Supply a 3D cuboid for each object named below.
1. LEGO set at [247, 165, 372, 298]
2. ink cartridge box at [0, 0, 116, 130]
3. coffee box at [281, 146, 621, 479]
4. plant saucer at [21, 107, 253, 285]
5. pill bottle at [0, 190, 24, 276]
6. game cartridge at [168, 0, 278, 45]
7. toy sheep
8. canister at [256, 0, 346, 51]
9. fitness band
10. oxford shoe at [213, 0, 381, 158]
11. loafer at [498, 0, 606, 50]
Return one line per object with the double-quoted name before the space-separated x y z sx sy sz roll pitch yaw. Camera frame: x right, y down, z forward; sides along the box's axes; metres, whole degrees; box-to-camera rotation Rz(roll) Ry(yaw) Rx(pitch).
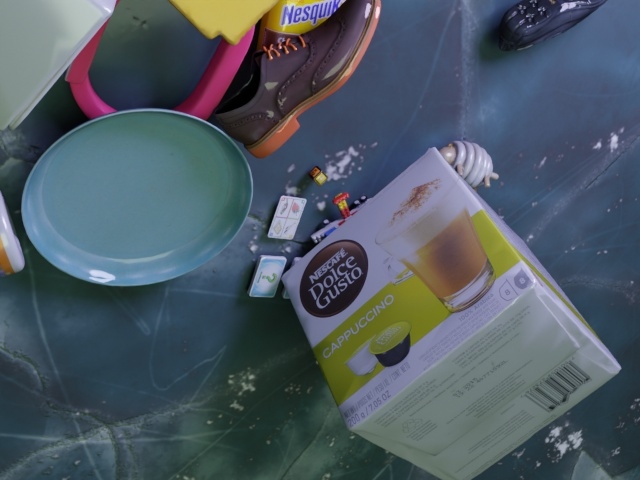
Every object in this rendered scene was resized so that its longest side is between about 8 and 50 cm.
"LEGO set" 0.000 0.000 1.325 0.183 0.060 0.244 6 114 -34
"ink cartridge box" -0.380 -0.318 0.743 0.160 0.279 0.385 -42 116 13
"coffee box" 0.201 0.128 1.281 0.338 0.334 0.338 -41 134 14
"plant saucer" -0.255 -0.061 1.128 0.318 0.043 0.317 -13 136 -13
"pill bottle" -0.507 0.013 1.029 0.216 0.121 0.121 -17 124 -17
"game cartridge" -0.099 -0.424 0.893 0.324 0.052 0.285 -45 118 4
"toy sheep" 0.250 -0.125 1.360 0.132 0.091 0.091 21 106 -29
"canister" -0.024 -0.307 1.122 0.126 0.073 0.169 -2 120 -26
"fitness band" -0.208 -0.250 1.032 0.209 0.054 0.290 14 127 -33
"oxford shoe" -0.030 -0.234 1.063 0.098 0.097 0.271 36 102 -31
"loafer" 0.380 -0.373 1.300 0.223 0.076 0.078 -28 163 -18
